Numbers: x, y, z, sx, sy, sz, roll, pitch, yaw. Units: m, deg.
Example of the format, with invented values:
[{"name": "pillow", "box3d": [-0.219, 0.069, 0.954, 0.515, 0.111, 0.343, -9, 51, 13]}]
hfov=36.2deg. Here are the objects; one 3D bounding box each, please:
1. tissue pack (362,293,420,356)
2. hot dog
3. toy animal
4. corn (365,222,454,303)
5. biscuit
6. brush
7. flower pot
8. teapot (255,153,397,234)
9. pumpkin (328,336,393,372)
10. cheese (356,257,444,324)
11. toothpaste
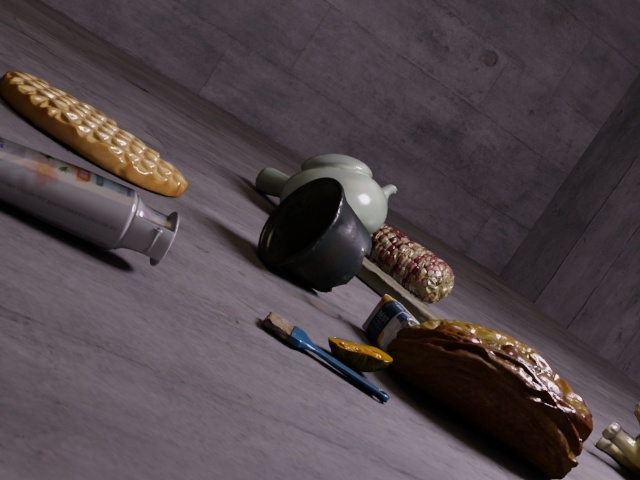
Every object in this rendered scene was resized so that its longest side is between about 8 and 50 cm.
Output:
[{"name": "tissue pack", "box3d": [0.097, 0.119, 1.344, 0.042, 0.062, 0.083, 32, 8, -24]}, {"name": "hot dog", "box3d": [0.217, 0.181, 1.239, 0.272, 0.122, 0.196, 36, 8, 6]}, {"name": "toy animal", "box3d": [0.532, 0.344, 1.566, 0.168, 0.121, 0.233, 51, 0, 8]}, {"name": "corn", "box3d": [0.151, 0.030, 2.024, 0.290, 0.098, 0.098, 34, 6, 33]}, {"name": "biscuit", "box3d": [-0.332, -0.158, 1.392, 0.309, 0.040, 0.204, 33, 8, 3]}, {"name": "brush", "box3d": [0.007, 0.131, 1.083, 0.164, 0.014, 0.051, 34, 9, 0]}, {"name": "flower pot", "box3d": [0.000, 0.000, 1.418, 0.107, 0.157, 0.157, 44, 1, -32]}, {"name": "teapot", "box3d": [-0.018, -0.091, 1.905, 0.318, 0.149, 0.220, 6, -10, 22]}, {"name": "pumpkin", "box3d": [0.043, 0.136, 1.139, 0.083, 0.028, 0.050, 23, 8, -13]}, {"name": "cheese", "box3d": [0.134, 0.095, 1.769, 0.400, 0.034, 0.085, 38, 11, 35]}, {"name": "toothpaste", "box3d": [-0.290, -0.063, 0.914, 0.323, 0.066, 0.100, 24, 10, -23]}]
